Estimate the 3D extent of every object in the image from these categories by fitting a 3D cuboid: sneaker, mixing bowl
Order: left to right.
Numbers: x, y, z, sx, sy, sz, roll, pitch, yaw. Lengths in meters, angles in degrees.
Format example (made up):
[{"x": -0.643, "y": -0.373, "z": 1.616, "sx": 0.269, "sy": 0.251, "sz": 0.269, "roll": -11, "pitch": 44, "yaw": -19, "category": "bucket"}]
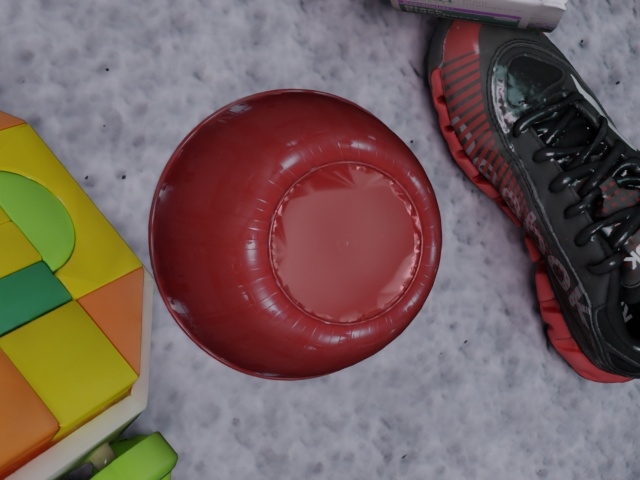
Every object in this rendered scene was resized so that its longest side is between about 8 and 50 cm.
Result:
[{"x": 0.000, "y": 0.000, "z": 0.529, "sx": 0.181, "sy": 0.098, "sz": 0.182, "roll": -1, "pitch": 94, "yaw": -18, "category": "mixing bowl"}, {"x": 0.161, "y": -0.029, "z": 0.561, "sx": 0.097, "sy": 0.135, "sz": 0.276, "roll": -31, "pitch": 100, "yaw": -12, "category": "sneaker"}]

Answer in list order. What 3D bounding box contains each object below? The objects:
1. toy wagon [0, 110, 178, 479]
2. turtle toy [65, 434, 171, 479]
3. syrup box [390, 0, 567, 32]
[{"x": -0.219, "y": 0.047, "z": 0.369, "sx": 0.267, "sy": 0.068, "sz": 0.344, "roll": 49, "pitch": 36, "yaw": 7, "category": "toy wagon"}, {"x": -0.123, "y": 0.160, "z": 0.499, "sx": 0.095, "sy": 0.130, "sz": 0.066, "roll": 19, "pitch": 124, "yaw": 8, "category": "turtle toy"}, {"x": 0.100, "y": -0.235, "z": 0.482, "sx": 0.093, "sy": 0.096, "sz": 0.237, "roll": 10, "pitch": 97, "yaw": 8, "category": "syrup box"}]
